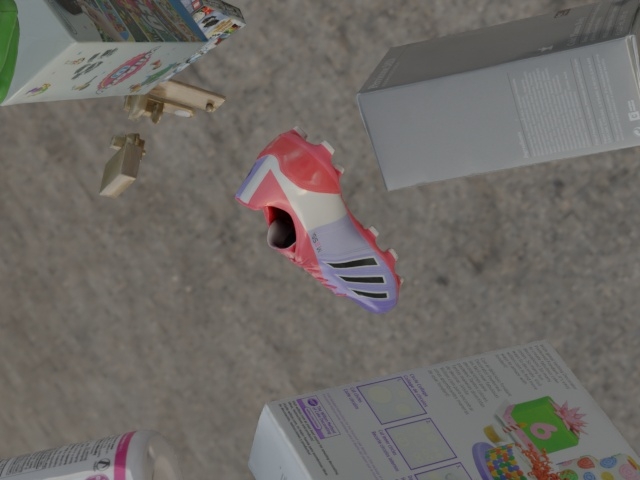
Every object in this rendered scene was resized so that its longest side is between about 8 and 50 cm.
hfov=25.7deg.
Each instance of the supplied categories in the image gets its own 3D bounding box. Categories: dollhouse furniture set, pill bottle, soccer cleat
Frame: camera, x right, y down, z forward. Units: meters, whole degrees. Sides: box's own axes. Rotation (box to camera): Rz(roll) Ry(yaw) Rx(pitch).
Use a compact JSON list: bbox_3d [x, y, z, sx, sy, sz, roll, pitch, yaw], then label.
[{"bbox_3d":[-0.231,-0.138,2.044,0.123,0.151,0.144,16,161,-20],"label":"dollhouse furniture set"},{"bbox_3d":[-0.302,0.315,1.567,0.160,0.283,0.160,-13,-90,-79],"label":"pill bottle"},{"bbox_3d":[0.000,0.000,1.296,0.083,0.095,0.248,32,161,40],"label":"soccer cleat"}]

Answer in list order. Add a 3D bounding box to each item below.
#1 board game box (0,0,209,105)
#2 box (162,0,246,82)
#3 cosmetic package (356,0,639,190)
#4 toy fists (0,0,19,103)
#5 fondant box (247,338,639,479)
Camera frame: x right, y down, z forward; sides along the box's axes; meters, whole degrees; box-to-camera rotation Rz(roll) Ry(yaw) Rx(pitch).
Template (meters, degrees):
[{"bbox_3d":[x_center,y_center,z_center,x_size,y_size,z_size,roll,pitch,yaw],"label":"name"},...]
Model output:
[{"bbox_3d":[-0.251,-0.240,1.277,0.224,0.097,0.303,54,-163,3],"label":"board game box"},{"bbox_3d":[-0.170,-0.245,1.693,0.094,0.137,0.027,13,-130,-61],"label":"box"},{"bbox_3d":[0.164,-0.125,1.194,0.238,0.127,0.107,-8,114,20],"label":"cosmetic package"},{"bbox_3d":[-0.282,-0.101,0.918,0.279,0.142,0.096,-33,60,59],"label":"toy fists"},{"bbox_3d":[0.132,0.231,1.311,0.238,0.330,0.096,56,144,38],"label":"fondant box"}]
